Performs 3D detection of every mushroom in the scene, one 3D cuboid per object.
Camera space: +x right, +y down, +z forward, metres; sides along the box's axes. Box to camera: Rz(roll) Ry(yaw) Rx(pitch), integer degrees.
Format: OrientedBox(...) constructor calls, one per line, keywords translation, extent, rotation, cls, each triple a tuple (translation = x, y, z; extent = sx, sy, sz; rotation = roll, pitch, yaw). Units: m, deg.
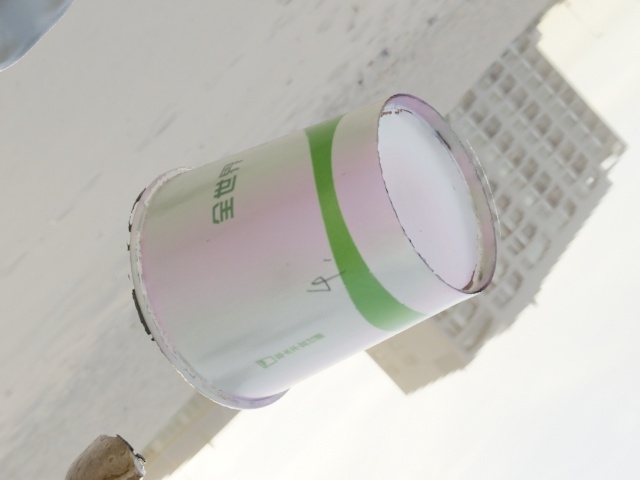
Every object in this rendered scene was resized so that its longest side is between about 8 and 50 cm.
OrientedBox(translation=(-0.285, 0.302, 1.346), extent=(0.094, 0.072, 0.210), rotation=(-49, -173, -19), cls="mushroom")

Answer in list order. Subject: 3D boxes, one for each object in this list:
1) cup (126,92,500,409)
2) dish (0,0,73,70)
OrientedBox(translation=(0.000, 0.000, 0.957), extent=(0.274, 0.253, 0.253), rotation=(-25, -167, 32), cls="cup")
OrientedBox(translation=(-0.367, -0.290, 1.105), extent=(0.229, 0.229, 0.081), rotation=(-43, 150, 3), cls="dish")
